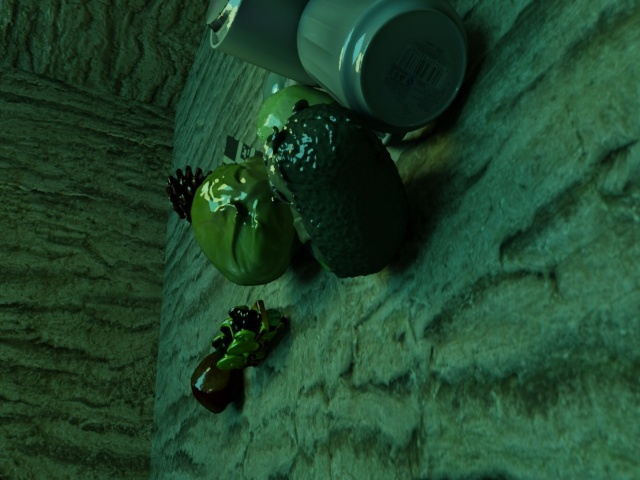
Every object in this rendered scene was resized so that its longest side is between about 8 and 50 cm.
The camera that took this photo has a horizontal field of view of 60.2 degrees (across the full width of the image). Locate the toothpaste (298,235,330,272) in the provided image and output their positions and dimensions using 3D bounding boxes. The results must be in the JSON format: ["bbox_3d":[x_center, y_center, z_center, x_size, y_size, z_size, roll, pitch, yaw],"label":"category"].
[{"bbox_3d":[0.000,0.000,1.343,0.267,0.050,0.065,46,122,61],"label":"toothpaste"}]

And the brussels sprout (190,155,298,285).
[{"bbox_3d":[-0.184,-0.046,1.385,0.327,0.247,0.328,15,118,32],"label":"brussels sprout"}]

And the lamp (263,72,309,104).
[{"bbox_3d":[-0.116,-0.457,1.707,0.246,0.107,0.180,-133,53,-60],"label":"lamp"}]

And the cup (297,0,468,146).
[{"bbox_3d":[0.112,-0.318,1.055,0.327,0.236,0.323,-122,19,-55],"label":"cup"}]

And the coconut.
[{"bbox_3d":[-0.028,-0.267,1.337,0.236,0.235,0.205,-29,28,59],"label":"coconut"}]

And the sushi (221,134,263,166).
[{"bbox_3d":[-0.155,-0.111,1.593,0.373,0.099,0.297,32,117,41],"label":"sushi"}]

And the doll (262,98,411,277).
[{"bbox_3d":[0.026,-0.091,0.984,0.350,0.247,0.247,64,-167,-52],"label":"doll"}]

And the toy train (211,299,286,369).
[{"bbox_3d":[-0.203,0.269,1.551,0.296,0.160,0.101,-55,44,47],"label":"toy train"}]

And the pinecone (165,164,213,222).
[{"bbox_3d":[-0.438,-0.168,1.938,0.207,0.207,0.208,-36,49,56],"label":"pinecone"}]

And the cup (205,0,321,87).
[{"bbox_3d":[-0.051,-0.495,1.247,0.253,0.371,0.254,-39,43,49],"label":"cup"}]

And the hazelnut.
[{"bbox_3d":[-0.324,0.444,1.770,0.170,0.160,0.202,-38,8,39],"label":"hazelnut"}]
